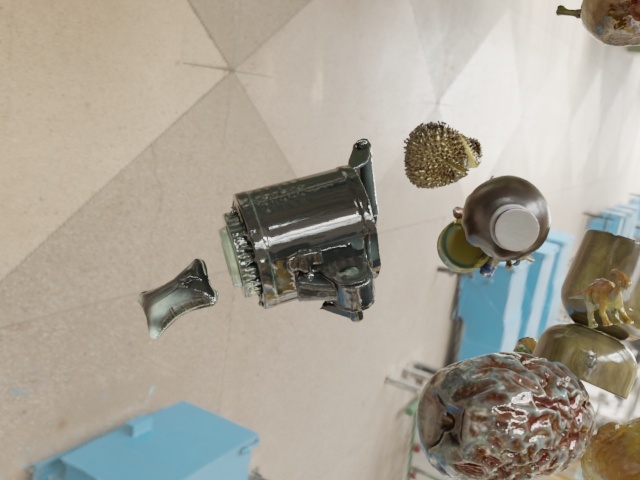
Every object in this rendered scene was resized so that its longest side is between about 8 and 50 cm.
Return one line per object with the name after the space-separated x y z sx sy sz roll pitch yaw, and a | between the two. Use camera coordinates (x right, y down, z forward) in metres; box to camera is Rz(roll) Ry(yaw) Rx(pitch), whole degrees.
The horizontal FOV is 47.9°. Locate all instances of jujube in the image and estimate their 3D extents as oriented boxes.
0.303 0.285 1.156 0.317 0.226 0.226 8 97 -39 | jujube

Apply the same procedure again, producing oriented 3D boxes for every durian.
0.161 -0.134 1.020 0.110 0.140 0.071 -29 120 -3 | durian

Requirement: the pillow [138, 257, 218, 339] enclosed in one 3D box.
-0.234 0.095 1.183 0.136 0.091 0.055 -34 173 8 | pillow

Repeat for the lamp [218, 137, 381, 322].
-0.036 -0.011 1.231 0.374 0.272 0.205 -86 170 -56 | lamp

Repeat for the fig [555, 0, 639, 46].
0.549 -0.441 1.368 0.170 0.274 0.145 8 97 -23 | fig

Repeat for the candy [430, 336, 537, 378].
0.367 0.296 1.511 0.271 0.143 0.101 -21 145 -4 | candy

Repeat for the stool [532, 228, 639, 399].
0.520 0.131 1.316 0.179 0.179 0.264 28 84 -63 | stool

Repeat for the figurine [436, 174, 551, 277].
0.295 -0.023 1.210 0.158 0.161 0.275 -25 167 -8 | figurine

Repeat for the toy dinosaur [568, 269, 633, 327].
0.220 0.050 0.565 0.113 0.026 0.041 83 -1 -76 | toy dinosaur

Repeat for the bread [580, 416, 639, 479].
0.303 0.208 0.552 0.147 0.160 0.260 59 12 -30 | bread
